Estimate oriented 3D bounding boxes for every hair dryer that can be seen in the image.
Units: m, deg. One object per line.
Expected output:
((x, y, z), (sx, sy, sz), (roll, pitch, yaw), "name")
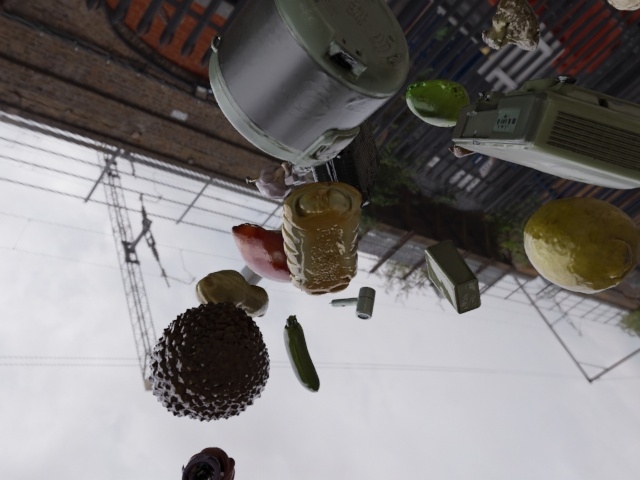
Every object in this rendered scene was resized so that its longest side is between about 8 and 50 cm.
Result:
((0.083, 0.175, 1.458), (0.047, 0.137, 0.082), (50, -137, -43), "hair dryer")

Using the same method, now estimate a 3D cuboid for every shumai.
((0.643, -0.719, 1.817), (0.209, 0.153, 0.161), (54, -167, -35), "shumai")

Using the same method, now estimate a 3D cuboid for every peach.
((-0.166, 0.052, 1.957), (0.362, 0.201, 0.258), (10, -177, 5), "peach")

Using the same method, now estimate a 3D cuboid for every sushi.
((0.465, -0.299, 1.680), (0.061, 0.118, 0.060), (-54, -54, -78), "sushi")

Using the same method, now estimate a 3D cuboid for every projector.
((0.287, -0.127, 0.646), (0.194, 0.088, 0.269), (15, -170, -5), "projector")

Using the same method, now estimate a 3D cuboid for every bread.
((0.000, 0.000, 1.216), (0.173, 0.311, 0.121), (-7, -135, -8), "bread")

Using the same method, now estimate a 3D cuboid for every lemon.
((0.712, 0.006, 1.486), (0.316, 0.285, 0.285), (15, -176, 43), "lemon")

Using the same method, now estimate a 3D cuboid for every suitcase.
((0.063, -0.210, 1.376), (0.312, 0.128, 0.202), (-65, -38, -57), "suitcase")

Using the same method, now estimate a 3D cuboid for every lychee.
((-0.242, 0.265, 1.136), (0.267, 0.267, 0.267), (32, -150, -21), "lychee")

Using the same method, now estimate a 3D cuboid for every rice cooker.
((-0.021, -0.291, 0.895), (0.288, 0.277, 0.288), (23, -130, -30), "rice cooker")

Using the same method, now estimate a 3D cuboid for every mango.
((0.309, -0.367, 1.409), (0.178, 0.119, 0.100), (25, -163, 26), "mango")

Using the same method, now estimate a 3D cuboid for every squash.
((-0.061, 0.336, 1.558), (0.069, 0.069, 0.258), (-47, -58, -62), "squash")

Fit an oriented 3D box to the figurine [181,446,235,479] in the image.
((-0.254, 0.544, 1.253), (0.157, 0.126, 0.114), (62, -155, -76), "figurine")

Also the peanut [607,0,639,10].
((0.565, -0.443, 0.886), (0.086, 0.104, 0.228), (25, -169, -19), "peanut")

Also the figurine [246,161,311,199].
((-0.119, -0.192, 1.654), (0.137, 0.229, 0.111), (-24, -88, -59), "figurine")

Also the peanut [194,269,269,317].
((-0.269, 0.168, 1.676), (0.319, 0.147, 0.147), (27, -151, -57), "peanut")

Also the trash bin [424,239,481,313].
((0.184, 0.051, 0.743), (0.092, 0.043, 0.061), (-111, 3, -57), "trash bin")
